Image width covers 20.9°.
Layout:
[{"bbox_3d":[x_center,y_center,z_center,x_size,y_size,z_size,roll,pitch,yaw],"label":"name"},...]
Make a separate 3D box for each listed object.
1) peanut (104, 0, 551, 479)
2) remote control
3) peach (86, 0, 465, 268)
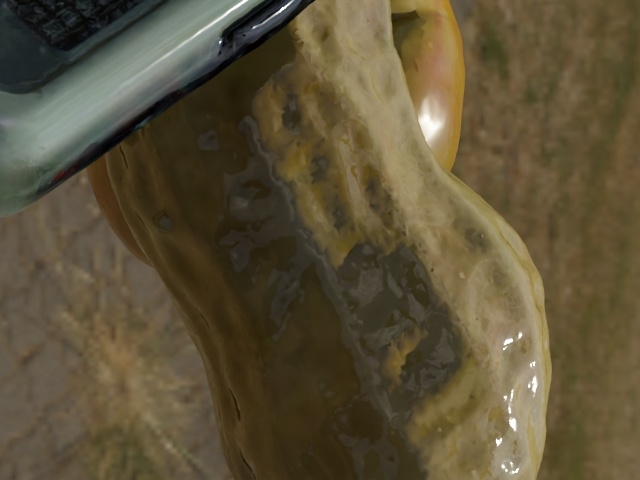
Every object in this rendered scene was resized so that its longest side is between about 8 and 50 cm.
[{"bbox_3d":[0.000,0.000,0.697,0.149,0.149,0.313,-31,97,-59],"label":"peanut"},{"bbox_3d":[-0.045,-0.128,0.570,0.296,0.140,0.056,-40,170,-35],"label":"remote control"},{"bbox_3d":[-0.048,-0.101,1.293,0.289,0.308,0.289,7,71,-21],"label":"peach"}]
